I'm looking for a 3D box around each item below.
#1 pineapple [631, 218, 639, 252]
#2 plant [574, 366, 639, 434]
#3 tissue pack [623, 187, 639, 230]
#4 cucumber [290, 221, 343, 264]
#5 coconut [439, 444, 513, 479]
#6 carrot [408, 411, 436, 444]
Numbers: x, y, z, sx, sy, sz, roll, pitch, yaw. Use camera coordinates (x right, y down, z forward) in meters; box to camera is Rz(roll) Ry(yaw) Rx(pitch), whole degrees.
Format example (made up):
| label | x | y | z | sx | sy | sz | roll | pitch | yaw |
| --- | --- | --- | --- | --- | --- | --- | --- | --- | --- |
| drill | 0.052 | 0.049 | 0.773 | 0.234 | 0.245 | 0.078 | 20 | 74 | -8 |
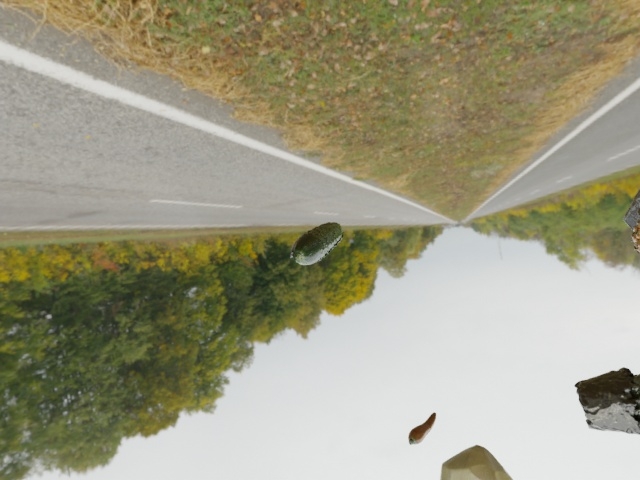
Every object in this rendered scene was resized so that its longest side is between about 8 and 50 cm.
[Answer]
| label | x | y | z | sx | sy | sz | roll | pitch | yaw |
| --- | --- | --- | --- | --- | --- | --- | --- | --- | --- |
| pineapple | 0.885 | 0.018 | 1.124 | 0.161 | 0.176 | 0.137 | -33 | -153 | 39 |
| plant | 0.731 | 0.386 | 1.079 | 0.194 | 0.132 | 0.129 | -19 | -171 | 29 |
| tissue pack | 1.133 | -0.086 | 1.428 | 0.122 | 0.259 | 0.361 | 13 | -148 | 3 |
| cucumber | 0.000 | 0.000 | 1.001 | 0.069 | 0.069 | 0.227 | -11 | -169 | 29 |
| coconut | 0.510 | 0.819 | 1.489 | 0.237 | 0.266 | 0.237 | 18 | 156 | 8 |
| carrot | 0.252 | 0.463 | 1.105 | 0.035 | 0.035 | 0.142 | -12 | -179 | 40 |
